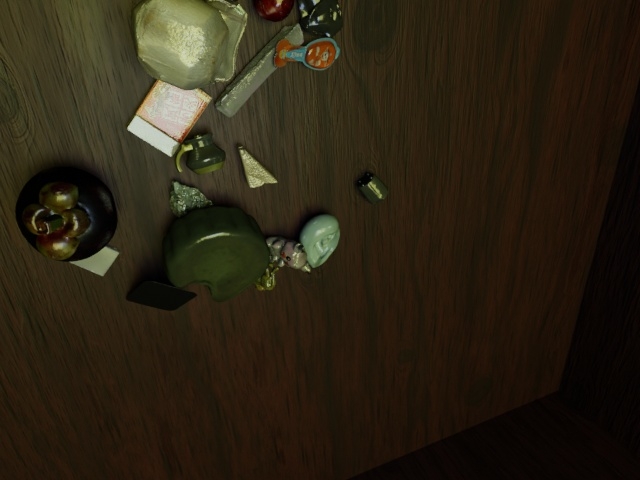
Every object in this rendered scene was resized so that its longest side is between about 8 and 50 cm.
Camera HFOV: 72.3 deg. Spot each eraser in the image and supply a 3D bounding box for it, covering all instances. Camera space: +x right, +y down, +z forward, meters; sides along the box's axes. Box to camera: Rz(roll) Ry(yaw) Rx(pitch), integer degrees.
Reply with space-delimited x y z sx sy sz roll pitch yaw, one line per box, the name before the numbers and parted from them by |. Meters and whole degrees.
eraser | -0.758 0.043 1.439 0.150 0.023 0.103 33 98 -33
eraser | -0.466 -0.394 1.349 0.157 0.038 0.230 33 97 -33

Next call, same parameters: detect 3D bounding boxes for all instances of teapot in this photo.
teapot | -0.385 -0.271 1.388 0.166 0.130 0.119 -28 109 -33

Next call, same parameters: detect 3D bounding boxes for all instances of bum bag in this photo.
bum bag | -0.022 -0.779 1.335 0.142 0.080 0.326 -27 121 -14

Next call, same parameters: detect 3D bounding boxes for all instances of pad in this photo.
pad | -0.550 0.195 1.508 0.181 0.004 0.267 21 148 -31

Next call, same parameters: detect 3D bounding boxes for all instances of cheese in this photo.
cheese | -0.039 -0.598 1.407 0.256 0.037 0.106 -17 138 -34

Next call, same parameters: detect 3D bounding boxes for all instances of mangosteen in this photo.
mangosteen | -0.722 -0.067 1.235 0.275 0.302 0.274 -3 105 -11

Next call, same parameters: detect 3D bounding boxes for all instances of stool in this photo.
stool | 0.203 -0.204 1.707 0.096 0.096 0.110 -45 118 1

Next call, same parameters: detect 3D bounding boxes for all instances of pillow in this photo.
pillow | -0.302 -0.600 1.321 0.131 0.038 0.232 8 112 -27

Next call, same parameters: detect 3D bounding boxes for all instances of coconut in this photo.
coconut | -0.390 -0.545 1.185 0.248 0.245 0.244 20 105 -12

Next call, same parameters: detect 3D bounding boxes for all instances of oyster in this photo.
oyster | -0.442 -0.120 1.480 0.177 0.064 0.124 29 96 -34

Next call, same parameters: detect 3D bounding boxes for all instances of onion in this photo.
onion | -0.137 -0.713 1.289 0.131 0.131 0.131 -10 118 -20

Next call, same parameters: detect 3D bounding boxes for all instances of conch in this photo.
conch | -0.002 -0.004 1.695 0.185 0.121 0.220 2 121 -32

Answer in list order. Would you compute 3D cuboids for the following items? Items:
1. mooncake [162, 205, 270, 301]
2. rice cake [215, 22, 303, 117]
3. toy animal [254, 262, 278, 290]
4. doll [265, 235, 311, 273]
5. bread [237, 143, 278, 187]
mooncake | -0.352 0.038 1.491 0.352 0.187 0.351 -13 133 -14
rice cake | -0.194 -0.540 1.386 0.365 0.056 0.073 -47 136 2
toy animal | -0.206 0.144 1.652 0.073 0.181 0.136 -19 110 -36
doll | -0.123 0.047 1.636 0.095 0.192 0.149 -48 148 -34
bread | -0.215 -0.263 1.498 0.105 0.077 0.152 -18 123 -11
